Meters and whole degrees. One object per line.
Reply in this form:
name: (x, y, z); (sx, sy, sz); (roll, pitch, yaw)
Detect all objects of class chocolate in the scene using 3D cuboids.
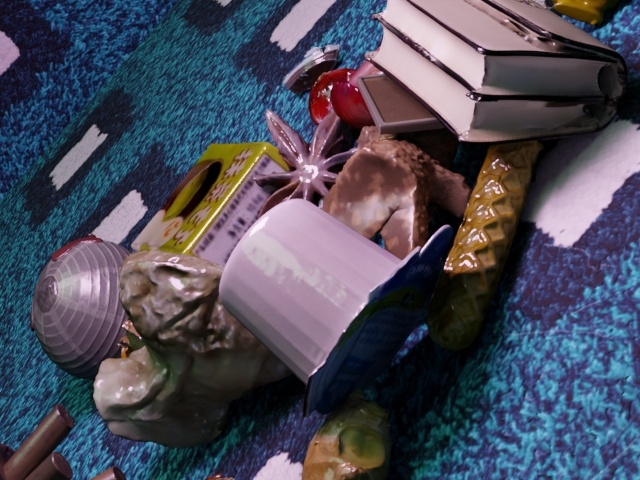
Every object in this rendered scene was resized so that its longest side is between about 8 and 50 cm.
chocolate: (-0.180, -0.040, 2.313); (0.301, 0.137, 0.289); (-55, 26, -15)

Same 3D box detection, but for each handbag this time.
handbag: (0.241, -0.273, 1.810); (0.358, 0.236, 0.160); (-128, 42, -54)

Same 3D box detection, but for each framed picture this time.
framed picture: (0.199, -0.217, 1.895); (0.265, 0.018, 0.192); (-7, 31, -6)

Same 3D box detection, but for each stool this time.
stool: (-0.420, 0.406, 1.965); (0.178, 0.272, 0.272); (-33, 27, 4)

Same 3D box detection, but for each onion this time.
onion: (0.039, -0.247, 2.281); (0.131, 0.131, 0.131); (-37, 28, 23)
onion: (0.136, -0.261, 2.096); (0.248, 0.161, 0.248); (-22, 34, 16)

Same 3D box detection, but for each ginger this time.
ginger: (0.031, 0.277, 1.586); (0.157, 0.102, 0.216); (125, 166, -53)

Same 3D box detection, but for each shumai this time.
shumai: (-0.171, 0.184, 1.916); (0.292, 0.330, 0.288); (55, -129, -79)

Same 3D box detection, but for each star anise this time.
star anise: (-0.017, -0.116, 2.165); (0.198, 0.110, 0.257); (-2, 72, 20)

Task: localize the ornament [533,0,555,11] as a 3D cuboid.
ornament: (0.352, -0.374, 2.049); (0.092, 0.041, 0.068); (-26, 27, 57)

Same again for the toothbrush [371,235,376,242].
toothbrush: (0.078, -0.030, 2.028); (0.026, 0.022, 0.263); (-52, 22, 28)

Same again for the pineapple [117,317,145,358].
pineapple: (-0.260, 0.159, 2.149); (0.250, 0.164, 0.140); (-16, 33, 54)

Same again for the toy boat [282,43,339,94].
toy boat: (-0.015, -0.354, 2.575); (0.140, 0.059, 0.066); (-35, 46, 23)

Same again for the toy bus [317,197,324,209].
toy bus: (0.000, 0.000, 2.020); (0.194, 0.087, 0.089); (-25, 52, 55)

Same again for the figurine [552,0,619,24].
figurine: (0.428, -0.482, 1.944); (0.169, 0.218, 0.327); (25, 62, 22)

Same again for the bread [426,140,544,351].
bread: (0.220, -0.009, 1.706); (0.084, 0.077, 0.367); (-18, 40, 46)

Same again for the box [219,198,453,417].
box: (0.008, 0.051, 1.639); (0.291, 0.206, 0.262); (-59, -20, 13)

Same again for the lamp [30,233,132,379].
lamp: (-0.419, 0.120, 2.343); (0.233, 0.233, 0.265); (-2, 69, 57)

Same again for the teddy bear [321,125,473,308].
teddy bear: (0.111, -0.040, 1.858); (0.246, 0.222, 0.296); (-7, 85, 30)

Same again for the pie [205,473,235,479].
pie: (-0.193, 0.465, 1.703); (0.257, 0.105, 0.274); (-47, 18, 40)
